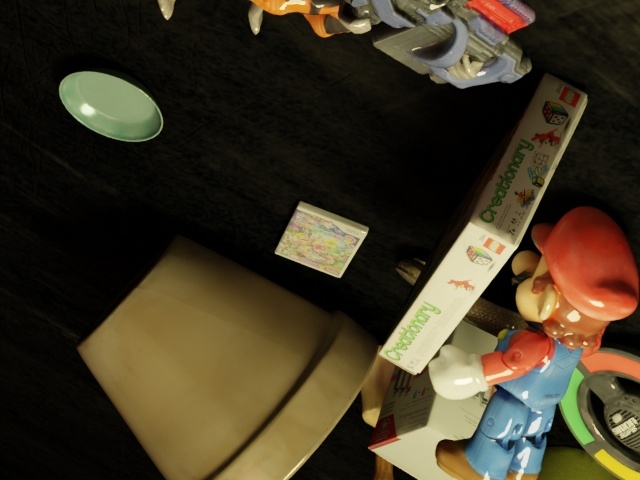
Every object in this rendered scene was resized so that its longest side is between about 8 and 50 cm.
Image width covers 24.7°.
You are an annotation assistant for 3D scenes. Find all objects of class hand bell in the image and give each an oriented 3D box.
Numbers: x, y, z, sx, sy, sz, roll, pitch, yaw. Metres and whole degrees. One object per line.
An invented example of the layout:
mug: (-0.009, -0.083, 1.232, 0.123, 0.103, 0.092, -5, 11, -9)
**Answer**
hand bell: (0.083, 0.270, 1.883, 0.126, 0.242, 0.126, 6, 154, 3)

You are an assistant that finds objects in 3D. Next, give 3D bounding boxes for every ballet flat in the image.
ballet flat: (0.201, 0.079, 1.721, 0.250, 0.058, 0.084, 30, -177, -10)

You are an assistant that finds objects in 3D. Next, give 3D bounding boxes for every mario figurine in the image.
mario figurine: (0.223, 0.103, 1.577, 0.170, 0.198, 0.320, 24, 108, 5)

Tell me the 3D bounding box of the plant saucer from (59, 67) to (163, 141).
plant saucer: (-0.225, -0.153, 1.597, 0.119, 0.021, 0.119, 14, 150, 8)

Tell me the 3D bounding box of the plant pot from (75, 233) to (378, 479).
plant pot: (-0.135, 0.151, 1.809, 0.280, 0.323, 0.323, 43, 145, -8)

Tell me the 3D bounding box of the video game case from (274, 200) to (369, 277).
video game case: (0.000, 0.000, 1.734, 0.087, 0.011, 0.122, 21, 149, -5)

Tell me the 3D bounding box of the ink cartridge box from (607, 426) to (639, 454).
ink cartridge box: (0.510, 0.240, 1.805, 0.186, 0.065, 0.311, 25, 147, -12)

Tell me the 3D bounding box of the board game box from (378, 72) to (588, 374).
board game box: (0.157, -0.008, 1.454, 0.053, 0.193, 0.305, 29, 149, 1)

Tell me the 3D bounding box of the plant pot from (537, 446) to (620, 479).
plant pot: (0.324, 0.441, 1.998, 0.274, 0.293, 0.275, 14, 150, 8)

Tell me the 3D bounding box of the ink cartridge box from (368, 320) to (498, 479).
ink cartridge box: (0.164, 0.196, 1.804, 0.127, 0.176, 0.128, 33, 146, -19)

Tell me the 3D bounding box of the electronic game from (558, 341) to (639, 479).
electronic game: (0.384, 0.219, 1.771, 0.229, 0.048, 0.229, 31, 144, 27)

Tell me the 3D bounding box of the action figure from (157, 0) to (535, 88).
action figure: (0.037, -0.236, 1.181, 0.330, 0.178, 0.341, -2, 169, 22)
